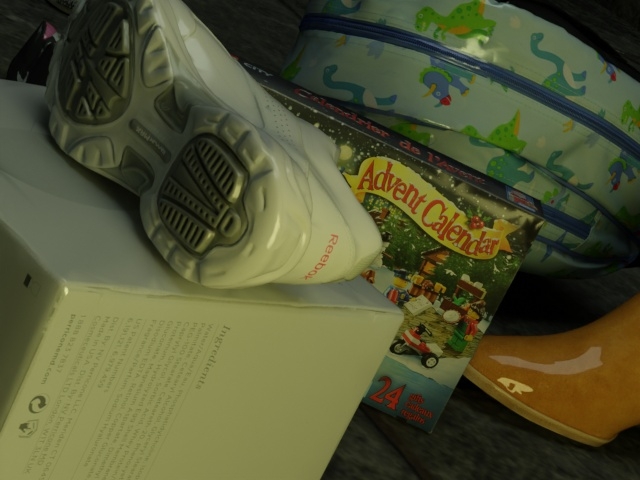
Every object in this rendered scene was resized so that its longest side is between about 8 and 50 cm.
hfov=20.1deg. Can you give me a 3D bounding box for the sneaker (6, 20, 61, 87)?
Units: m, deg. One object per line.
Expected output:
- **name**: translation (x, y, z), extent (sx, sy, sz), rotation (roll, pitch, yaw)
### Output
- **sneaker**: translation (-0.182, -0.105, 1.325), extent (0.077, 0.072, 0.178), rotation (32, 20, -20)

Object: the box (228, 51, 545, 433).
- **box**: translation (0.000, 0.000, 1.125), extent (0.233, 0.159, 0.044), rotation (25, 17, -4)

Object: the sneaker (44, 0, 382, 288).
- **sneaker**: translation (-0.051, -0.047, 0.875), extent (0.115, 0.090, 0.232), rotation (19, 27, -44)

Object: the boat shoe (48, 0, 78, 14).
- **boat shoe**: translation (-0.229, -0.277, 1.741), extent (0.077, 0.070, 0.219), rotation (19, 19, -23)

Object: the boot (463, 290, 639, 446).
- **boot**: translation (0.248, 0.044, 1.271), extent (0.295, 0.211, 0.104), rotation (18, 19, -26)

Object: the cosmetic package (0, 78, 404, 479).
- **cosmetic package**: translation (-0.124, 0.026, 0.905), extent (0.224, 0.138, 0.224), rotation (6, 27, -46)

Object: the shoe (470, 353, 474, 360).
- **shoe**: translation (0.081, 0.022, 1.249), extent (0.081, 0.063, 0.178), rotation (0, 32, 22)

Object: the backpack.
- **backpack**: translation (0.121, -0.097, 1.438), extent (0.290, 0.273, 0.355), rotation (25, -13, 34)
